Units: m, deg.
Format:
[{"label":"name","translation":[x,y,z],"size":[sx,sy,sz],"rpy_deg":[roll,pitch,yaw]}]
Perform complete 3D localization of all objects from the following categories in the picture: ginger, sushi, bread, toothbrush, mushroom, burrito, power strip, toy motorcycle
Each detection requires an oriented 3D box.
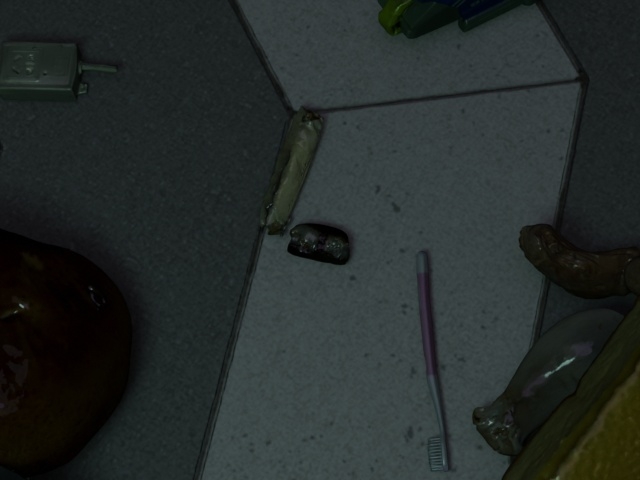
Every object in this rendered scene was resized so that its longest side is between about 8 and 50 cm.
[{"label":"ginger","translation":[0.383,0.049,1.714],"size":[0.290,0.122,0.084],"rpy_deg":[16,100,5]},{"label":"sushi","translation":[0.000,0.000,1.786],"size":[0.083,0.044,0.046],"rpy_deg":[13,74,5]},{"label":"bread","translation":[0.423,0.271,1.595],"size":[0.333,0.143,0.323],"rpy_deg":[42,83,-2]},{"label":"toothbrush","translation":[0.138,0.151,1.745],"size":[0.025,0.020,0.286],"rpy_deg":[-6,72,7]},{"label":"mushroom","translation":[-0.397,0.129,1.689],"size":[0.345,0.259,0.345],"rpy_deg":[13,61,-23]},{"label":"burrito","translation":[-0.040,-0.093,1.823],"size":[0.045,0.041,0.185],"rpy_deg":[32,70,-31]},{"label":"power strip","translation":[-0.362,-0.231,1.879],"size":[0.175,0.042,0.075],"rpy_deg":[1,71,3]},{"label":"mushroom","translation":[0.289,0.172,1.694],"size":[0.225,0.093,0.116],"rpy_deg":[-32,94,-12]},{"label":"toy motorcycle","translation":[0.216,-0.398,1.827],"size":[0.326,0.200,0.191],"rpy_deg":[-34,74,-10]}]

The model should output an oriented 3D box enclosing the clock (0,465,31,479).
[{"label":"clock","translation":[-0.440,0.424,1.551],"size":[0.386,0.076,0.386],"rpy_deg":[0,105,0]}]
